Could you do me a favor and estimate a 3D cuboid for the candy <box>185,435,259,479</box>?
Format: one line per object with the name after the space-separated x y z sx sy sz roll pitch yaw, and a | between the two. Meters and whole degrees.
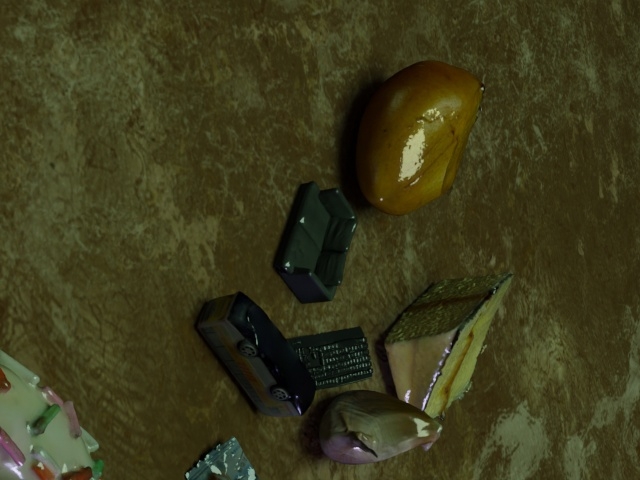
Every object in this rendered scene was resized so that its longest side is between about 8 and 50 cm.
-0.098 0.294 1.665 0.088 0.038 0.136 -42 112 -40 | candy

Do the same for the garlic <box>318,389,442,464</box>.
0.061 0.242 1.850 0.198 0.129 0.090 6 94 -62 | garlic

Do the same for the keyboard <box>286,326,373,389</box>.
0.016 0.155 1.908 0.196 0.015 0.074 -2 84 -60 | keyboard

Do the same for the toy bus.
-0.074 0.136 1.706 0.172 0.072 0.057 57 37 -33 | toy bus

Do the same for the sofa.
0.000 0.000 1.875 0.085 0.060 0.147 55 40 -37 | sofa

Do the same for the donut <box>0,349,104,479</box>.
-0.306 0.267 1.214 0.383 0.142 0.382 21 66 -57 | donut

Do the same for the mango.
0.125 -0.139 2.053 0.257 0.138 0.187 -41 136 -51 | mango

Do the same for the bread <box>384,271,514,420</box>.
0.203 0.168 2.102 0.240 0.135 0.178 -37 115 -59 | bread
